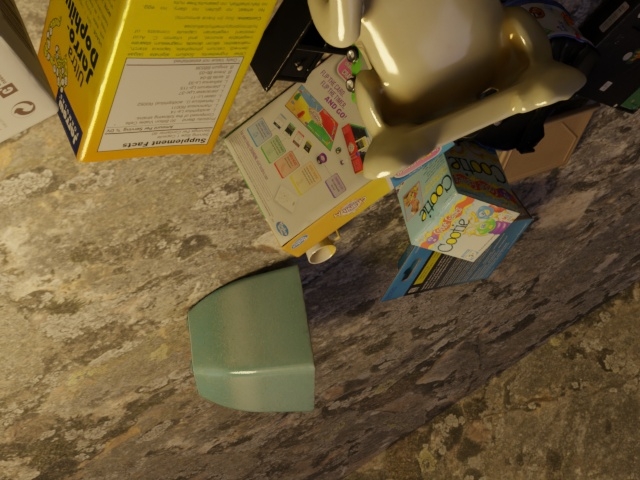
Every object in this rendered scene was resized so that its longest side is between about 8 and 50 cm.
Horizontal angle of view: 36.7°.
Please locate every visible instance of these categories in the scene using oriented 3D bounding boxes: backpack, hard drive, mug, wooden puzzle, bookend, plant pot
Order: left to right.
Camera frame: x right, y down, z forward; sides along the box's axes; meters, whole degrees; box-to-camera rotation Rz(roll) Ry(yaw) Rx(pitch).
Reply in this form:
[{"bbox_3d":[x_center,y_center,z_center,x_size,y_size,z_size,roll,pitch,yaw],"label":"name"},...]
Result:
[{"bbox_3d":[-0.152,0.228,2.069,0.252,0.247,0.247,-7,149,-6],"label":"plant pot"},{"bbox_3d":[-0.003,-0.303,1.482,0.156,0.072,0.157,-1,142,-42],"label":"bookend"},{"bbox_3d":[-0.002,0.003,2.002,0.078,0.064,0.062,-19,150,-18],"label":"mug"},{"bbox_3d":[0.328,-0.293,1.657,0.277,0.213,0.263,-1,150,-48],"label":"backpack"},{"bbox_3d":[0.479,-0.210,2.118,0.221,0.044,0.238,-18,155,-20],"label":"wooden puzzle"},{"bbox_3d":[0.623,-0.379,1.936,0.339,0.064,0.237,5,137,-46],"label":"hard drive"}]

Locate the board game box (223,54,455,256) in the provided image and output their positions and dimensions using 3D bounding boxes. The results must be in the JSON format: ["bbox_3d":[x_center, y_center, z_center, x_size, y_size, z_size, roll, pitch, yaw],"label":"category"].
[{"bbox_3d":[0.023,-0.160,1.565,0.317,0.242,0.064,-35,153,14],"label":"board game box"}]

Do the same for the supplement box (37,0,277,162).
[{"bbox_3d":[-0.203,-0.288,1.195,0.194,0.195,0.356,-7,145,-34],"label":"supplement box"}]

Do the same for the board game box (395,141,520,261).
[{"bbox_3d":[0.230,-0.121,1.750,0.142,0.275,0.144,16,133,-27],"label":"board game box"}]

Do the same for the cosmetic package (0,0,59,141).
[{"bbox_3d":[-0.551,-0.159,1.061,0.453,0.230,0.161,-29,152,-2],"label":"cosmetic package"}]

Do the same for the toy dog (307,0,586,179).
[{"bbox_3d":[0.122,-0.344,1.204,0.285,0.407,0.395,-20,-164,19],"label":"toy dog"}]

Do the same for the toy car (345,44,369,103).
[{"bbox_3d":[0.078,-0.311,1.409,0.239,0.053,0.224,-9,103,-39],"label":"toy car"}]

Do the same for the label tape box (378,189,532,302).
[{"bbox_3d":[0.290,0.010,2.235,0.334,0.106,0.240,-9,146,-30],"label":"label tape box"}]
